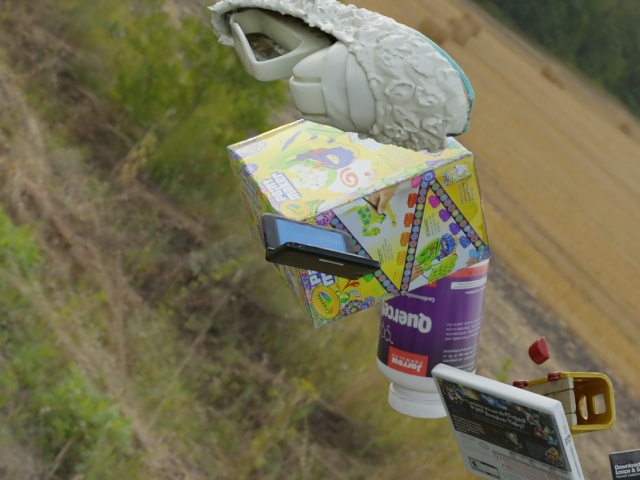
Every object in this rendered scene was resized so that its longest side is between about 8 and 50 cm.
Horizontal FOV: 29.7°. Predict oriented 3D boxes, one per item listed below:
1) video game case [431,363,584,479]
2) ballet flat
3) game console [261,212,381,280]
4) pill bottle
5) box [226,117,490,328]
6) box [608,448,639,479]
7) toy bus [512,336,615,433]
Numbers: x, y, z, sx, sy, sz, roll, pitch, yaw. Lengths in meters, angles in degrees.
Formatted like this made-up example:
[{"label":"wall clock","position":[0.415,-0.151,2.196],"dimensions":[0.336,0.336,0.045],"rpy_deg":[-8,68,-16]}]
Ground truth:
[{"label":"video game case","position":[0.233,0.242,1.471],"dimensions":[0.190,0.022,0.173],"rpy_deg":[14,-45,47]},{"label":"ballet flat","position":[0.001,-0.190,1.324],"dimensions":[0.147,0.147,0.409],"rpy_deg":[25,11,-41]},{"label":"game console","position":[0.000,0.000,1.422],"dimensions":[0.122,0.071,0.107],"rpy_deg":[12,-17,-21]},{"label":"pill bottle","position":[0.197,0.145,2.159],"dimensions":[0.181,0.323,0.181],"rpy_deg":[4,14,-1]},{"label":"box","position":[0.049,-0.060,1.751],"dimensions":[0.290,0.279,0.177],"rpy_deg":[-127,-161,-56]},{"label":"box","position":[0.480,0.373,1.705],"dimensions":[0.029,0.116,0.162],"rpy_deg":[28,53,-61]},{"label":"toy bus","position":[0.381,0.268,1.926],"dimensions":[0.104,0.191,0.202],"rpy_deg":[4,30,-24]}]
